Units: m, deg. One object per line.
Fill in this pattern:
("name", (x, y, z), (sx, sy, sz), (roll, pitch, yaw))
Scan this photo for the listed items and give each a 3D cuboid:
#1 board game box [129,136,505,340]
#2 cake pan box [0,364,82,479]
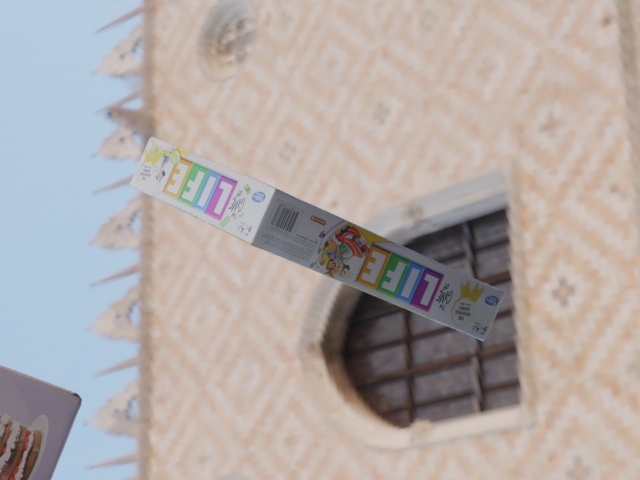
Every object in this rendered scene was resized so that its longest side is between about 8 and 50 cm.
("board game box", (0.000, 0.000, 0.705), (0.154, 0.103, 0.026), (24, -89, -40))
("cake pan box", (-0.200, 0.198, 0.724), (0.070, 0.246, 0.266), (22, -109, -5))
